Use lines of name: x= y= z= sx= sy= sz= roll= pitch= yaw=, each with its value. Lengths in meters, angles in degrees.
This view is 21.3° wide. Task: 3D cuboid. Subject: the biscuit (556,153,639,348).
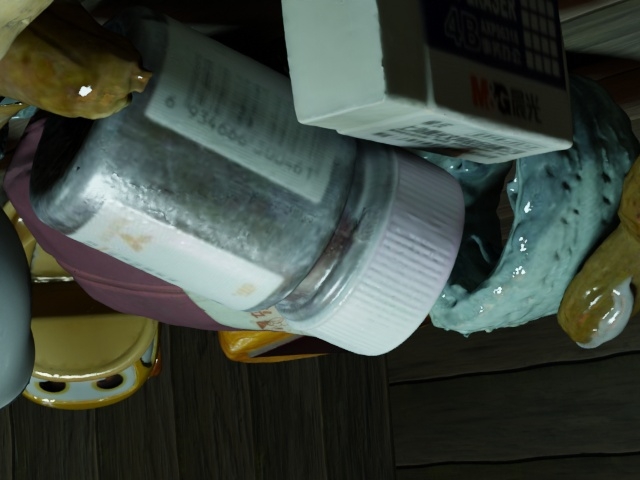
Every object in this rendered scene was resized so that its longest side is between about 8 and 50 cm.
biscuit: x=0.402 y=-0.060 z=1.512 sx=0.432 sy=0.064 sz=0.283 roll=-23 pitch=146 yaw=-36

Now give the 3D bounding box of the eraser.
eraser: x=0.080 y=-0.129 z=1.171 sx=0.081 sy=0.124 sz=0.279 roll=-11 pitch=171 yaw=32

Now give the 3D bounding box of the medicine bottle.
medicine bottle: x=-0.050 y=-0.035 z=1.186 sx=0.273 sy=0.165 sz=0.165 roll=26 pitch=160 yaw=-23

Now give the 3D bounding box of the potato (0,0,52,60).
potato: x=-0.208 y=-0.144 z=0.955 sx=0.147 sy=0.112 sz=0.112 roll=-19 pitch=165 yaw=41

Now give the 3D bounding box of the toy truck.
toy truck: x=-0.288 y=0.063 z=2.008 sx=0.204 sy=0.288 sz=0.211 roll=-2 pitch=-175 yaw=-6

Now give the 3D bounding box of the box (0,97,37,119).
box: x=-0.250 y=-0.125 z=1.280 sx=0.074 sy=0.054 sz=0.099 roll=-5 pitch=173 yaw=-18

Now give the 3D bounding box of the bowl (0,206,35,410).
bowl: x=-0.392 y=-0.001 z=1.574 sx=0.345 sy=0.345 sz=0.157 roll=3 pitch=126 yaw=-48

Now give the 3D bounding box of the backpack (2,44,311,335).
backpack: x=-0.111 y=-0.034 z=1.454 sx=0.317 sy=0.197 sz=0.283 roll=1 pitch=139 yaw=37

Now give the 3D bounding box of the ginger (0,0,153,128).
ginger: x=-0.233 y=-0.109 z=1.121 sx=0.107 sy=0.133 sz=0.309 roll=12 pitch=156 yaw=-35

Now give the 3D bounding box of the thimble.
thimble: x=0.173 y=-0.035 z=1.537 sx=0.172 sy=0.250 sz=0.205 roll=-2 pitch=-160 yaw=-43

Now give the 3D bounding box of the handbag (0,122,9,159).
handbag: x=-0.363 y=-0.053 z=1.388 sx=0.270 sy=0.089 sz=0.175 roll=-33 pitch=-174 yaw=-18

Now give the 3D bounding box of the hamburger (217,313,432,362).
hamburger: x=0.000 y=0.000 z=1.781 sx=0.291 sy=0.225 sz=0.291 roll=-11 pitch=169 yaw=-2
